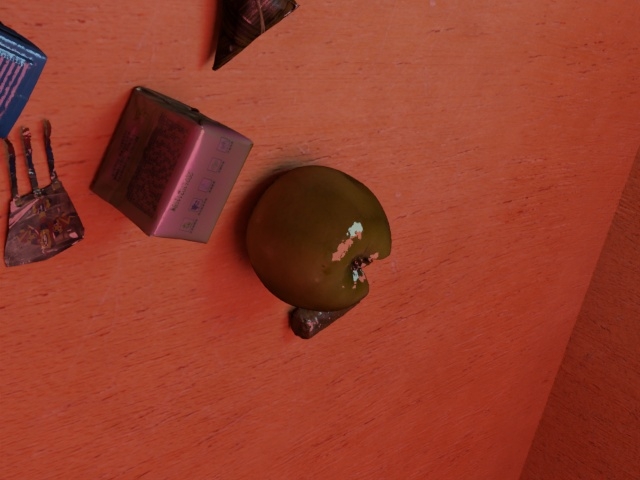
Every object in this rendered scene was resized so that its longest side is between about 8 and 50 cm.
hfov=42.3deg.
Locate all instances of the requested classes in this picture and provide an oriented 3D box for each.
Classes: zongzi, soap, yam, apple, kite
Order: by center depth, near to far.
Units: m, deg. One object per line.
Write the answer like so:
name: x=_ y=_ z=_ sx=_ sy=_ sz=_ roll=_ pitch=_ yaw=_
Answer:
kite: x=-0.442 y=-0.068 z=1.293 sx=0.141 sy=0.015 sz=0.245 roll=-28 pitch=135 yaw=-37
soap: x=-0.241 y=-0.119 z=1.345 sx=0.138 sy=0.182 sz=0.199 roll=16 pitch=103 yaw=-53
zongzi: x=-0.149 y=-0.398 z=1.350 sx=0.184 sy=0.084 sz=0.187 roll=-41 pitch=134 yaw=-6
apple: x=0.000 y=0.000 z=1.646 sx=0.292 sy=0.254 sz=0.291 roll=-23 pitch=126 yaw=-35
yam: x=0.011 y=0.159 z=1.917 sx=0.179 sy=0.078 sz=0.078 roll=-31 pitch=135 yaw=-31

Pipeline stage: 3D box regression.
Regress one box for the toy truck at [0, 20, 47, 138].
toy truck: x=-0.518 y=-0.255 z=0.953 sx=0.385 sy=0.162 sz=0.161 roll=24 pitch=98 yaw=-52
